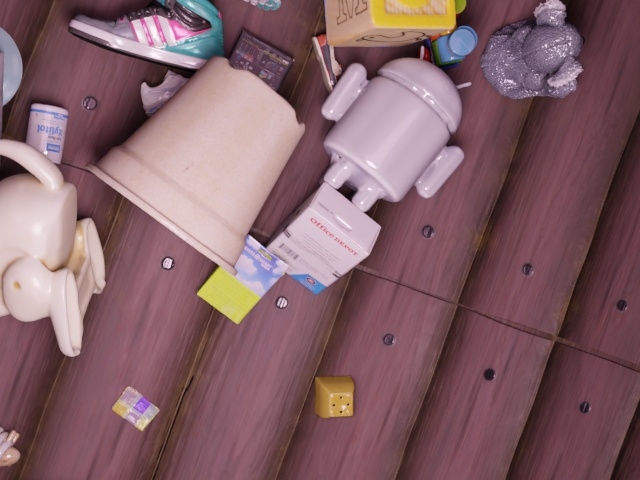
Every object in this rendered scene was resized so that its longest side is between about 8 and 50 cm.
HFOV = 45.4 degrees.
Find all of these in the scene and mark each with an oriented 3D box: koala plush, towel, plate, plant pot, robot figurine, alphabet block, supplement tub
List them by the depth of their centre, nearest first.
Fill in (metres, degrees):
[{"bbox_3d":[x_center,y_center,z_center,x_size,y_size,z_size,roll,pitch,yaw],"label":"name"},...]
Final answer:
[{"bbox_3d":[-0.200,-0.153,1.408,0.334,0.334,0.305,38,84,-11],"label":"plant pot"},{"bbox_3d":[-0.669,-0.335,1.461,0.188,0.024,0.188,-1,93,-10],"label":"plate"},{"bbox_3d":[-0.527,-0.205,1.472,0.071,0.071,0.107,8,92,-11],"label":"supplement tub"},{"bbox_3d":[0.130,-0.492,1.499,0.192,0.197,0.193,-8,96,-24],"label":"alphabet block"},{"bbox_3d":[0.145,-0.220,1.534,0.300,0.200,0.353,40,86,-9],"label":"robot figurine"},{"bbox_3d":[-0.379,0.344,1.564,0.083,0.009,0.060,41,85,-10],"label":"towel"},{"bbox_3d":[0.457,-0.386,1.573,0.203,0.221,0.196,-13,96,-10],"label":"koala plush"},{"bbox_3d":[0.035,0.333,1.605,0.081,0.083,0.081,0,93,-11],"label":"plant pot"}]

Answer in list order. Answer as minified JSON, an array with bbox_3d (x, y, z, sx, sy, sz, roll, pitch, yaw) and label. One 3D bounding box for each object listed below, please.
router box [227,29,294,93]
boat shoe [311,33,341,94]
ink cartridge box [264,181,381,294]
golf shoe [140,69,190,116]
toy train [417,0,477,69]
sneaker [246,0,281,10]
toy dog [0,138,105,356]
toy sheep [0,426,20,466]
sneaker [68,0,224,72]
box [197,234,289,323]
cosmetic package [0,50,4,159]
[{"bbox_3d":[-0.127,-0.355,1.556,0.122,0.038,0.092,28,87,-11],"label":"router box"},{"bbox_3d":[0.021,-0.360,1.581,0.043,0.049,0.137,-18,92,-12],"label":"boat shoe"},{"bbox_3d":[0.000,0.000,1.515,0.148,0.203,0.086,38,48,-11],"label":"ink cartridge box"},{"bbox_3d":[-0.272,-0.305,1.520,0.176,0.069,0.086,-21,91,-10],"label":"golf shoe"},{"bbox_3d":[0.251,-0.482,1.567,0.105,0.143,0.248,-12,96,-10],"label":"toy train"},{"bbox_3d":[-0.152,-0.526,1.539,0.166,0.065,0.076,20,73,-15],"label":"sneaker"},{"bbox_3d":[-0.628,0.032,1.337,0.408,0.284,0.395,-3,129,-2],"label":"toy dog"},{"bbox_3d":[-0.643,0.395,1.481,0.132,0.091,0.091,25,88,3],"label":"toy sheep"},{"bbox_3d":[-0.318,-0.436,1.469,0.296,0.124,0.178,11,96,-19],"label":"sneaker"},{"bbox_3d":[-0.153,0.073,1.538,0.109,0.042,0.178,38,113,-11],"label":"box"},{"bbox_3d":[-0.705,-0.241,1.383,0.225,0.138,0.224,5,105,-12],"label":"cosmetic package"}]
